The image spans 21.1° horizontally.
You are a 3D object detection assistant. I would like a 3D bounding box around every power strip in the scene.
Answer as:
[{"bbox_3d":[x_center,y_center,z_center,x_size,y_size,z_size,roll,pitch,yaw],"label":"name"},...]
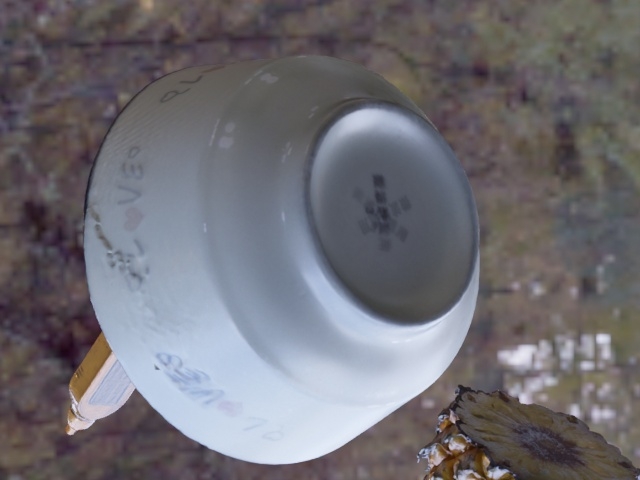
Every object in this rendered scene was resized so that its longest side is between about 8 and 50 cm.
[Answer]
[{"bbox_3d":[-0.167,0.096,1.437,0.049,0.178,0.028,9,-147,-47],"label":"power strip"}]

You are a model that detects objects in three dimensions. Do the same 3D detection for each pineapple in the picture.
[{"bbox_3d":[0.142,0.209,1.311,0.161,0.137,0.176,37,-155,31],"label":"pineapple"}]

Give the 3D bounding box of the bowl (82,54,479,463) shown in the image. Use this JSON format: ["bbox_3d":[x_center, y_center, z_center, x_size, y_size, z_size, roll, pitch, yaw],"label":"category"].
[{"bbox_3d":[0.000,0.000,0.941,0.238,0.238,0.126,-11,175,-42],"label":"bowl"}]
